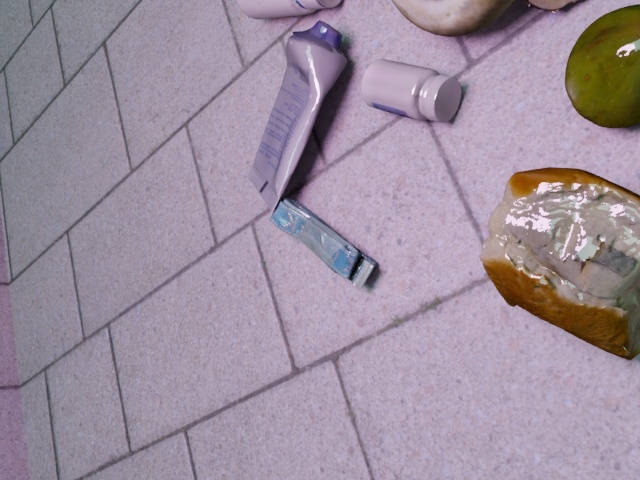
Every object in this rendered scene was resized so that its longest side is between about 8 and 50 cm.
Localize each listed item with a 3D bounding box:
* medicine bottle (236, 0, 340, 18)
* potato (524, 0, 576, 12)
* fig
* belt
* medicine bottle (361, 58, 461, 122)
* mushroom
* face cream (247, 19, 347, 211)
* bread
[{"bbox_3d":[-0.076,-0.609,1.483,0.258,0.143,0.143,12,91,41],"label":"medicine bottle"},{"bbox_3d":[0.428,-0.493,1.089,0.101,0.089,0.172,14,120,-1],"label":"potato"},{"bbox_3d":[0.479,-0.273,0.962,0.181,0.191,0.181,-1,73,4],"label":"fig"},{"bbox_3d":[0.000,0.000,1.359,0.302,0.087,0.072,38,101,37],"label":"belt"},{"bbox_3d":[0.180,-0.300,1.250,0.187,0.103,0.102,26,99,38],"label":"medicine bottle"},{"bbox_3d":[0.224,-0.541,1.112,0.352,0.352,0.260,17,49,40],"label":"mushroom"},{"bbox_3d":[-0.066,-0.295,1.434,0.420,0.137,0.235,-65,31,16],"label":"face cream"},{"bbox_3d":[0.393,0.023,0.926,0.250,0.279,0.225,28,87,38],"label":"bread"}]
